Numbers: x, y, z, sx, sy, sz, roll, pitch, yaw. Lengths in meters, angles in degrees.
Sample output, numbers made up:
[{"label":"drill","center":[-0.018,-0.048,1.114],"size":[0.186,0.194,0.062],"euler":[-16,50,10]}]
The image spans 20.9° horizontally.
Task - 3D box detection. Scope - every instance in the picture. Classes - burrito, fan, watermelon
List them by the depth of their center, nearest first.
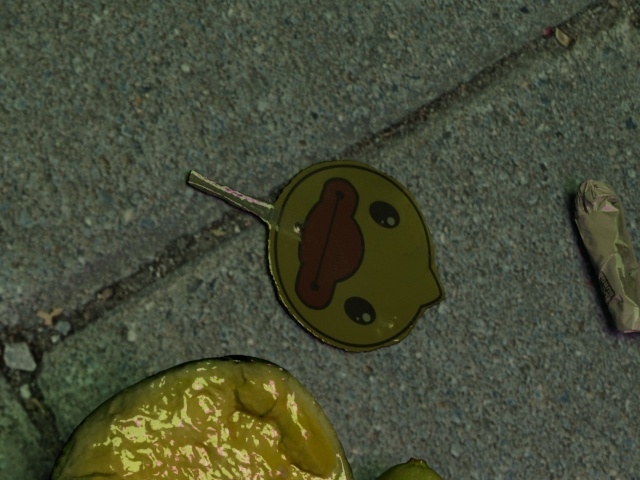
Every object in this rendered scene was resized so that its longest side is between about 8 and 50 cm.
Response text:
[{"label":"watermelon","center":[-0.126,0.279,1.645],"size":[0.331,0.189,0.330],"euler":[3,84,-34]},{"label":"fan","center":[0.000,0.000,1.923],"size":[0.335,0.011,0.229],"euler":[24,62,-20]},{"label":"burrito","center":[0.352,0.023,2.085],"size":[0.064,0.064,0.203],"euler":[-11,79,-32]}]

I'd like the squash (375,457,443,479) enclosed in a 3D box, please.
[{"label":"squash","center":[0.084,0.314,1.789],"size":[0.123,0.123,0.186],"euler":[19,61,-22]}]
